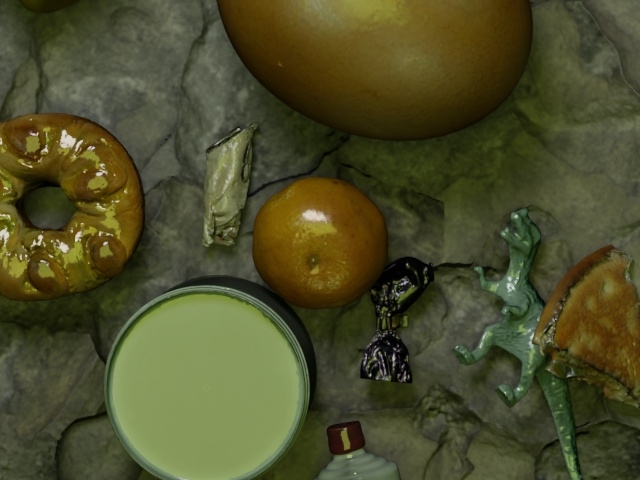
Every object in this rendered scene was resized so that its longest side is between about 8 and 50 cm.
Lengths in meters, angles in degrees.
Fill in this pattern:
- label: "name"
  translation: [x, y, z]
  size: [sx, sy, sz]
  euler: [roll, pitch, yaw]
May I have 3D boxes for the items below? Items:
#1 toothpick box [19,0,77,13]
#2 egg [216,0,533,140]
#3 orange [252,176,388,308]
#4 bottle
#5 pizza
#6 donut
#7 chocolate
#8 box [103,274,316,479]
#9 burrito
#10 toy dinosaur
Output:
- label: "toothpick box"
  translation: [-0.328, -0.402, 1.759]
  size: [0.175, 0.175, 0.271]
  euler: [-38, 88, 4]
- label: "egg"
  translation: [0.056, -0.253, 1.693]
  size: [0.351, 0.282, 0.283]
  euler: [25, 95, -1]
- label: "orange"
  translation: [0.000, 0.000, 1.795]
  size: [0.154, 0.134, 0.155]
  euler: [3, 117, 6]
- label: "bottle"
  translation: [0.052, 0.326, 1.819]
  size: [0.104, 0.104, 0.245]
  euler: [-13, 93, 4]
- label: "pizza"
  translation: [0.322, 0.117, 1.811]
  size: [0.185, 0.052, 0.195]
  euler: [-44, 109, -29]
- label: "donut"
  translation: [-0.306, -0.039, 1.808]
  size: [0.226, 0.114, 0.227]
  euler: [0, 94, 3]
- label: "chocolate"
  translation: [0.085, 0.091, 1.832]
  size: [0.072, 0.070, 0.147]
  euler: [12, 84, 12]
- label: "box"
  translation: [-0.121, 0.156, 1.795]
  size: [0.226, 0.149, 0.226]
  euler: [0, 93, 3]
- label: "burrito"
  translation: [-0.108, -0.065, 1.834]
  size: [0.055, 0.041, 0.149]
  euler: [9, 91, -11]
- label: "toy dinosaur"
  translation: [0.223, 0.159, 1.814]
  size: [0.129, 0.076, 0.383]
  euler: [-14, 101, -16]
